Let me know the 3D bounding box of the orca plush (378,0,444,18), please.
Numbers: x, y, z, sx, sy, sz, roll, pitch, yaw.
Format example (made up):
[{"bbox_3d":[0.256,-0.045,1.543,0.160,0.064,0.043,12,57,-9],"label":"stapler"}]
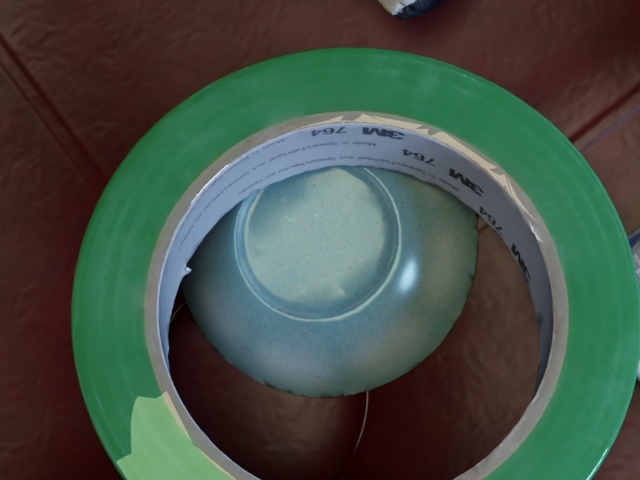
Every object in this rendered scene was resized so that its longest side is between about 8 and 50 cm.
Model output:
[{"bbox_3d":[0.040,-0.279,1.194,0.287,0.102,0.151,60,139,22],"label":"orca plush"}]

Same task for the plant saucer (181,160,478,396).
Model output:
[{"bbox_3d":[0.000,0.000,1.164,0.195,0.037,0.195,-2,81,11],"label":"plant saucer"}]

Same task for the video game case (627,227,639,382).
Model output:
[{"bbox_3d":[0.281,0.052,1.114,0.183,0.023,0.201,-36,78,3],"label":"video game case"}]

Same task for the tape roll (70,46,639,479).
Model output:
[{"bbox_3d":[0.020,0.049,1.076,0.321,0.077,0.321,0,72,-1],"label":"tape roll"}]
